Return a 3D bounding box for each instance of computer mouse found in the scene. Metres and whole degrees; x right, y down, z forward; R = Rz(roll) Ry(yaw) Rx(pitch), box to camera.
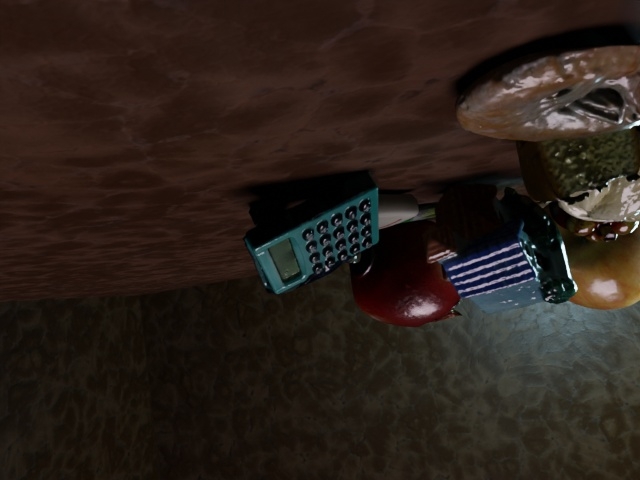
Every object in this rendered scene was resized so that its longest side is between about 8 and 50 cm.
[{"bbox_3d":[-0.082,-0.021,1.085,0.071,0.126,0.231,-30,167,4],"label":"computer mouse"}]

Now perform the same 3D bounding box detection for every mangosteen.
[{"bbox_3d":[0.635,-0.078,1.178,0.199,0.200,0.200,-9,174,-1],"label":"mangosteen"}]

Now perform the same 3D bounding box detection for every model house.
[{"bbox_3d":[0.376,-0.014,1.161,0.251,0.295,0.329,-22,145,37],"label":"model house"}]

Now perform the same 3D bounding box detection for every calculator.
[{"bbox_3d":[0.000,0.000,0.976,0.274,0.058,0.248,-26,154,-7],"label":"calculator"}]

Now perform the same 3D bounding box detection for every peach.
[{"bbox_3d":[0.256,0.096,1.601,0.310,0.335,0.405,26,160,-29],"label":"peach"}]

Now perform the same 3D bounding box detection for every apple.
[{"bbox_3d":[0.864,0.025,1.611,0.391,0.392,0.346,-14,164,37],"label":"apple"}]

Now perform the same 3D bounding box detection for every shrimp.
[{"bbox_3d":[0.305,-0.162,0.545,0.317,0.077,0.168,-6,171,5],"label":"shrimp"}]

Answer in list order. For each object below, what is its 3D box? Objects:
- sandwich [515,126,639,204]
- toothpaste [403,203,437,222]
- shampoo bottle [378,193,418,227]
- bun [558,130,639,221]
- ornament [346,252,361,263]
[{"bbox_3d":[0.354,-0.120,0.739,0.122,0.128,0.235,-13,180,11],"label":"sandwich"},{"bbox_3d":[0.251,-0.072,1.387,0.247,0.047,0.078,-10,178,-12],"label":"toothpaste"},{"bbox_3d":[0.074,-0.062,1.088,0.153,0.071,0.284,-16,172,39],"label":"shampoo bottle"},{"bbox_3d":[0.582,-0.111,0.985,0.259,0.160,0.259,-10,173,-1],"label":"bun"},{"bbox_3d":[-0.041,0.011,1.434,0.260,0.106,0.251,1,178,36],"label":"ornament"}]
